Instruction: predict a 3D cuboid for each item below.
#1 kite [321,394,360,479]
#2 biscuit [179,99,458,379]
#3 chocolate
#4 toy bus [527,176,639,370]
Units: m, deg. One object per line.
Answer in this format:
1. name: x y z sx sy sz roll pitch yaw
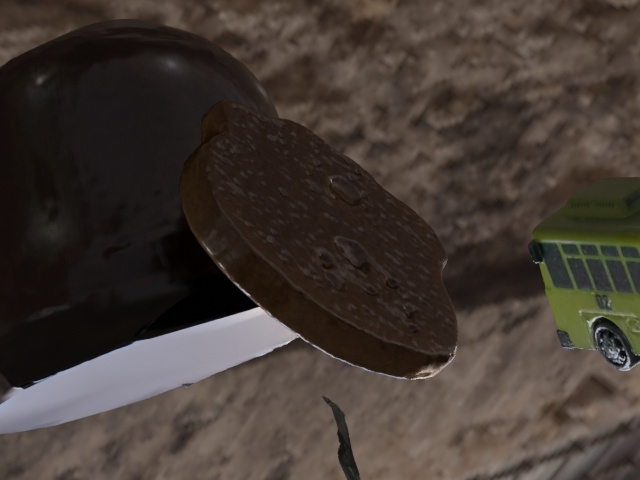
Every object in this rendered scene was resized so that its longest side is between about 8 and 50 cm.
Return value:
1. kite: 0.023 0.142 0.801 0.011 0.139 0.157 -8 -100 -44
2. biscuit: -0.001 0.001 1.503 0.273 0.049 0.257 34 -152 -24
3. chocolate: -0.189 -0.032 1.695 0.383 0.383 0.331 -12 -101 -44
4. toy bus: 0.200 0.016 1.026 0.088 0.175 0.101 -29 -75 -24
